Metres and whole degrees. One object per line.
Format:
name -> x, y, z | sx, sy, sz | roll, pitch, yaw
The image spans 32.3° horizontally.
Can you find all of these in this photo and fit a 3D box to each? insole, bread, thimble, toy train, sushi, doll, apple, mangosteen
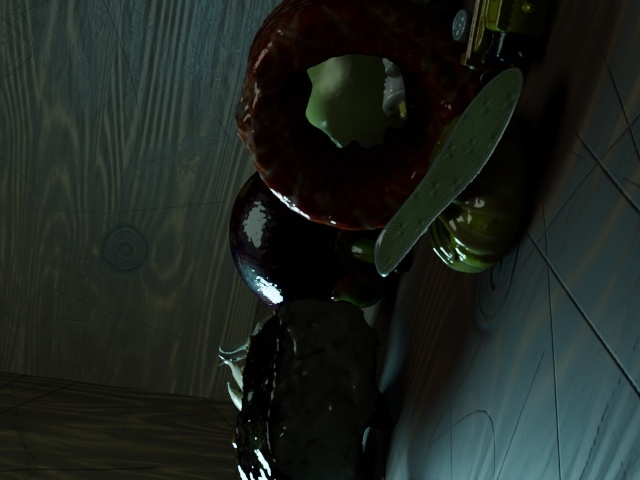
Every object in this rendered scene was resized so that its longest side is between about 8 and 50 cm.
insole -> 0.147, -0.077, 1.315 | 0.322, 0.007, 0.109 | -54, 28, 35
bread -> 0.187, -0.068, 1.369 | 0.213, 0.104, 0.213 | -169, 90, -80
thimble -> 0.054, -0.185, 1.554 | 0.230, 0.350, 0.350 | -98, 19, -69
toy train -> 0.232, -0.294, 1.346 | 0.127, 0.089, 0.219 | -147, 67, -70
sushi -> -0.014, 0.267, 1.815 | 0.207, 0.234, 0.349 | -36, 38, 55
doll -> 0.142, -0.282, 1.912 | 0.129, 0.081, 0.207 | 41, -142, -55
apple -> 0.080, -0.323, 2.153 | 0.320, 0.312, 0.360 | -41, 5, -27
mangosteen -> 0.000, 0.000, 1.961 | 0.359, 0.306, 0.306 | 43, 127, 53

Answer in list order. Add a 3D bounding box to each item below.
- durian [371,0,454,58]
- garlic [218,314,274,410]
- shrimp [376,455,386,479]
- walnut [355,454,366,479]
durian -> 0.158, -0.414, 1.838 | 0.138, 0.183, 0.250 | -30, 47, 39
garlic -> -0.069, 0.277, 2.330 | 0.237, 0.292, 0.210 | -40, 25, 7
shrimp -> 0.090, 0.415, 1.640 | 0.090, 0.079, 0.233 | 113, 168, -46
walnut -> -0.016, 0.426, 1.959 | 0.198, 0.198, 0.245 | -125, 46, -78
